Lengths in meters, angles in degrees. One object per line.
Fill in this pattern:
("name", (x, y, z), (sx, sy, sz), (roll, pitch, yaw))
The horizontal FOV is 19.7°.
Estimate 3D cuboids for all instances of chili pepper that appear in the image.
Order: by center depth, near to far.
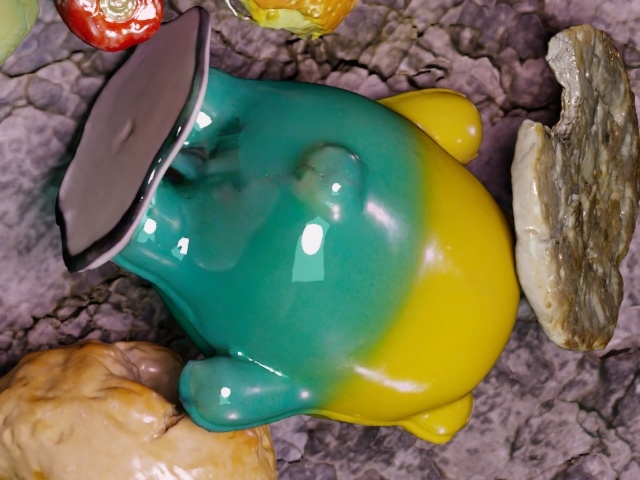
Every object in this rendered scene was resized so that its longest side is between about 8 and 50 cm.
("chili pepper", (-0.149, -0.173, 1.255), (0.073, 0.123, 0.070), (29, 106, -30))

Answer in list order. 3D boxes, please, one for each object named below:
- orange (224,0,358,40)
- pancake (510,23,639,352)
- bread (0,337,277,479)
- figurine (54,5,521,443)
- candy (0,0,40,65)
("orange", (-0.059, -0.244, 1.219), (0.237, 0.179, 0.158), (30, 115, -20))
("pancake", (0.195, -0.033, 1.397), (0.037, 0.253, 0.253), (2, 121, 26))
("bread", (-0.137, 0.151, 1.354), (0.244, 0.244, 0.134), (22, 94, -25))
("figurine", (0.000, 0.000, 1.321), (0.340, 0.231, 0.323), (27, 67, -27))
("candy", (-0.289, -0.257, 1.159), (0.142, 0.132, 0.343), (-3, 122, 25))
